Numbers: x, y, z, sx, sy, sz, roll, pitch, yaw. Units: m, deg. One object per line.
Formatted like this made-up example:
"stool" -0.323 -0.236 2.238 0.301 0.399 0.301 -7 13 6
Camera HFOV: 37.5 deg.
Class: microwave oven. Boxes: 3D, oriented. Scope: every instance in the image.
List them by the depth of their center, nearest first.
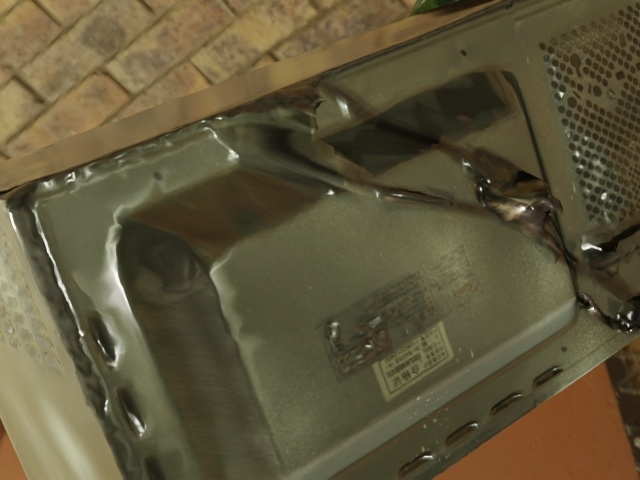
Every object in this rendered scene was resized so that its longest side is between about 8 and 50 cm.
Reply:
"microwave oven" 0.000 0.000 0.639 0.432 0.236 0.374 -27 -165 -29

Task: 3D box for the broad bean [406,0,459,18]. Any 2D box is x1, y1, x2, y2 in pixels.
"broad bean" 0.159 -0.222 0.984 0.292 0.144 0.049 -39 -151 34
